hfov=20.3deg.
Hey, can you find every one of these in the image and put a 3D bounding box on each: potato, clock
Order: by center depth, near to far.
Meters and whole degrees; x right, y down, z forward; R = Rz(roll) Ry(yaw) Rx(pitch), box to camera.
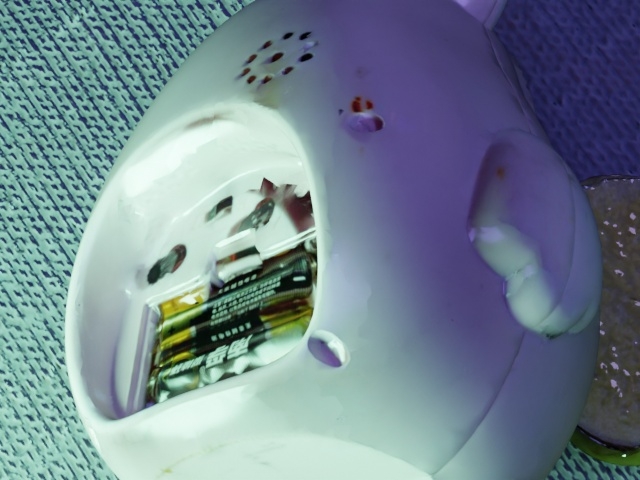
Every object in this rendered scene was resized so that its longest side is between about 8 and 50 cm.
[{"bbox_3d":[0.000,0.000,1.136,0.368,0.250,0.377,-23,50,37],"label":"clock"},{"bbox_3d":[0.206,0.057,1.216,0.164,0.081,0.200,-1,72,-4],"label":"potato"}]
